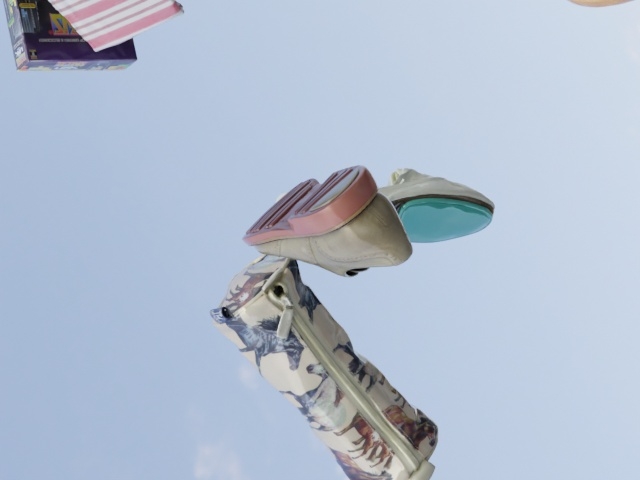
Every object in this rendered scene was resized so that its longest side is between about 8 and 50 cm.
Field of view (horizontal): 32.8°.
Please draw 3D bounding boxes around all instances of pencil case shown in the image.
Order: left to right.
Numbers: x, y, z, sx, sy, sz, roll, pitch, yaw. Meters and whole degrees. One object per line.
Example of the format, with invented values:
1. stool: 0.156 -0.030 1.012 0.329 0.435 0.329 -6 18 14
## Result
1. pencil case: 0.013 0.208 1.656 0.410 0.160 0.183 50 173 -11

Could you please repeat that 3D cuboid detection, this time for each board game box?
1. board game box: -0.354 -0.312 1.531 0.170 0.048 0.141 -9 -98 -38

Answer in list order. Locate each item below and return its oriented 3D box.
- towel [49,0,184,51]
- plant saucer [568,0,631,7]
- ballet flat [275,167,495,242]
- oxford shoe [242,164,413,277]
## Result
1. towel: -0.283 -0.336 1.410 0.197 0.144 0.029 52 -154 -50
2. plant saucer: 0.312 -0.307 1.063 0.037 0.200 0.200 34 -142 -36
3. ballet flat: 0.106 -0.063 1.876 0.400 0.139 0.139 -9 -119 -17
4. oxford shoe: 0.000 0.000 1.373 0.123 0.348 0.130 -44 -77 -15
